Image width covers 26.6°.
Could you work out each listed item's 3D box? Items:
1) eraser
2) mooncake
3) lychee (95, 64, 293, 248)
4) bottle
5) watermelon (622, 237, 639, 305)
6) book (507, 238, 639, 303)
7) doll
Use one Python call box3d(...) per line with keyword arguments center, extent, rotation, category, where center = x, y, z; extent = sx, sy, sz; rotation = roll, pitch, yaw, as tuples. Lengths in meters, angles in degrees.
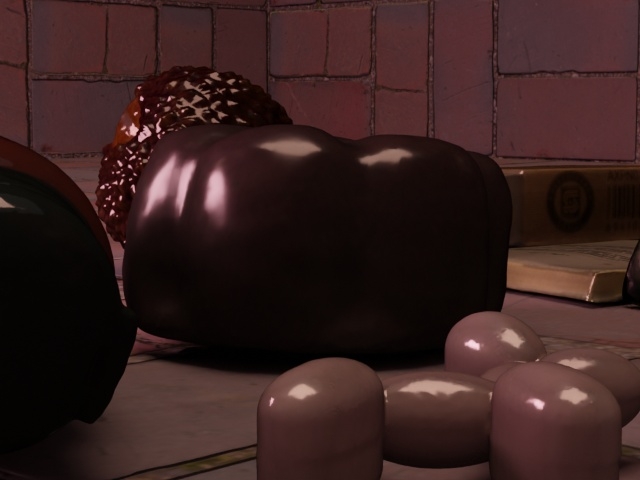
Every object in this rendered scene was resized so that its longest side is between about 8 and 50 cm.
box3d(center=(0.221, -0.036, 1.332), extent=(0.343, 0.078, 0.144), rotation=(-3, 4, -39), category="eraser")
box3d(center=(0.000, 0.000, 0.839), extent=(0.245, 0.133, 0.245), rotation=(5, 0, 0), category="mooncake")
box3d(center=(-0.094, -0.053, 1.146), extent=(0.188, 0.188, 0.188), rotation=(0, 6, 0), category="lychee")
box3d(center=(-0.172, 0.011, 0.637), extent=(0.144, 0.143, 0.336), rotation=(-3, 7, -22), category="bottle")
box3d(center=(0.294, 0.024, 0.948), extent=(0.135, 0.125, 0.094), rotation=(36, -8, 29), category="watermelon")
box3d(center=(0.262, 0.018, 1.111), extent=(0.290, 0.026, 0.201), rotation=(-4, 7, -31), category="book")
box3d(center=(0.057, 0.065, 0.521), extent=(0.161, 0.059, 0.160), rotation=(0, 7, 3), category="doll")
